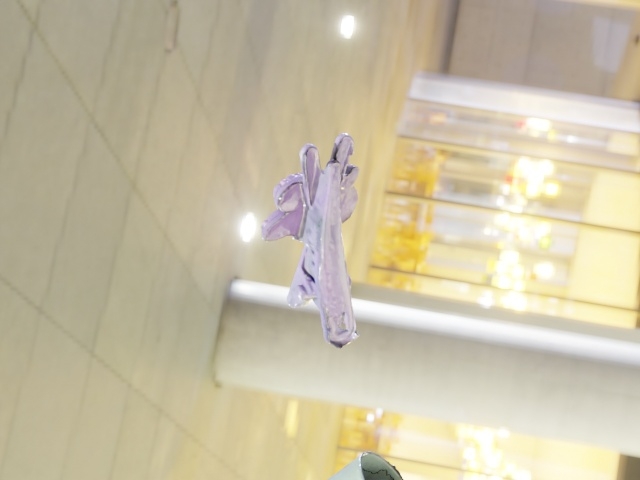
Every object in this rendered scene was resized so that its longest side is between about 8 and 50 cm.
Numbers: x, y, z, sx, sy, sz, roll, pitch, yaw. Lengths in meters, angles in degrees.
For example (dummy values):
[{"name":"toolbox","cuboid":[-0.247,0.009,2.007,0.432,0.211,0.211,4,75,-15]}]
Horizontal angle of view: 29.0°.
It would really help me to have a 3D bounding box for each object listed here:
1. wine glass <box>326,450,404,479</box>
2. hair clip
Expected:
[{"name":"wine glass","cuboid":[-0.025,0.277,1.063,0.231,0.103,0.103,-38,-172,18]},{"name":"hair clip","cuboid":[-0.006,-0.003,1.507,0.090,0.137,0.278,41,-39,53]}]
